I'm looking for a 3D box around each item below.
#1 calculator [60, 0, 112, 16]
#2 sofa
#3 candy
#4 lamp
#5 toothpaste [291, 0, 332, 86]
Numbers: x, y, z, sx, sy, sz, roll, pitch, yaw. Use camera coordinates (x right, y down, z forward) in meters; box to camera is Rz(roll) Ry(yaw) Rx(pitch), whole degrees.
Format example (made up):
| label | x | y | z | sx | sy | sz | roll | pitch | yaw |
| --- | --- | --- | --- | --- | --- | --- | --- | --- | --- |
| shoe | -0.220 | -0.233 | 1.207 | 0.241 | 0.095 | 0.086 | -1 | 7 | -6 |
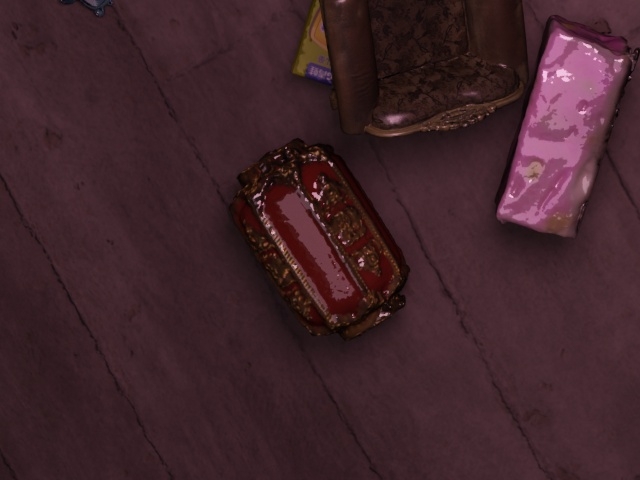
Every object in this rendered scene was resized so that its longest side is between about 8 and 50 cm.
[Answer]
| label | x | y | z | sx | sy | sz | roll | pitch | yaw |
| --- | --- | --- | --- | --- | --- | --- | --- | --- | --- |
| calculator | -0.337 | -0.373 | 2.008 | 0.141 | 0.019 | 0.094 | 45 | 107 | -2 |
| sofa | 0.127 | -0.255 | 1.789 | 0.258 | 0.182 | 0.200 | -17 | 116 | -16 |
| candy | 0.308 | -0.142 | 1.850 | 0.115 | 0.155 | 0.265 | 15 | 105 | 1 |
| lamp | 0.000 | 0.000 | 1.945 | 0.177 | 0.177 | 0.274 | -32 | 96 | 16 |
| toothpaste | 0.063 | -0.354 | 1.897 | 0.110 | 0.077 | 0.327 | 19 | 105 | 6 |
